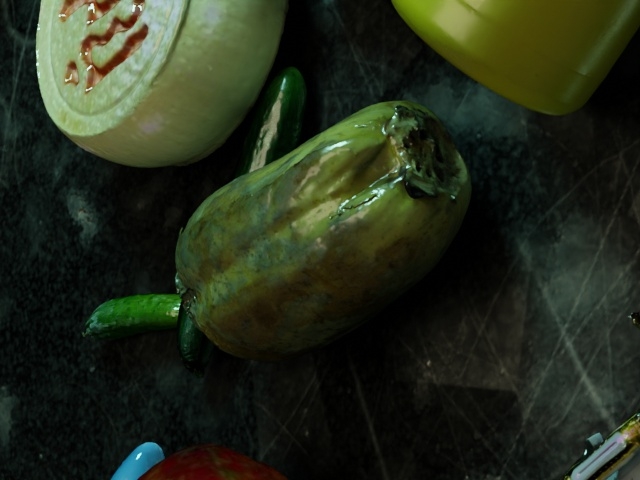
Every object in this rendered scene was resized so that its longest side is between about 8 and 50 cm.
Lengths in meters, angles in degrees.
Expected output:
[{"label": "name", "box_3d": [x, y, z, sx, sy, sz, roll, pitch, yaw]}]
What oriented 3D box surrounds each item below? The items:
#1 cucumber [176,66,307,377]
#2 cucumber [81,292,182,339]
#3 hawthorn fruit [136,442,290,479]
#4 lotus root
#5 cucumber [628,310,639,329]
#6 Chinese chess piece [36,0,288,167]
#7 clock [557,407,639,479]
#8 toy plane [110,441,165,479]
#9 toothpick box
[{"label": "cucumber", "box_3d": [-0.068, -0.014, 1.714, 0.056, 0.056, 0.284, 28, 102, 43]}, {"label": "cucumber", "box_3d": [-0.164, 0.068, 1.807, 0.168, 0.039, 0.039, -9, 77, 41]}, {"label": "hawthorn fruit", "box_3d": [-0.087, 0.270, 1.592, 0.224, 0.224, 0.261, -47, 39, 28]}, {"label": "lotus root", "box_3d": [0.000, 0.000, 1.582, 0.275, 0.160, 0.152, -29, 91, 37]}, {"label": "cucumber", "box_3d": [0.287, 0.018, 1.375, 0.181, 0.053, 0.053, -45, 56, 33]}, {"label": "Chinese chess piece", "box_3d": [-0.142, -0.197, 1.756, 0.270, 0.112, 0.270, -22, 62, 47]}, {"label": "clock", "box_3d": [0.246, 0.243, 1.356, 0.186, 0.083, 0.253, -46, 56, 29]}, {"label": "toy plane", "box_3d": [-0.193, 0.308, 1.758, 0.254, 0.105, 0.271, 19, 101, 30]}, {"label": "toothpick box", "box_3d": [0.187, -0.241, 1.428, 0.271, 0.175, 0.175, -55, 51, 19]}]
